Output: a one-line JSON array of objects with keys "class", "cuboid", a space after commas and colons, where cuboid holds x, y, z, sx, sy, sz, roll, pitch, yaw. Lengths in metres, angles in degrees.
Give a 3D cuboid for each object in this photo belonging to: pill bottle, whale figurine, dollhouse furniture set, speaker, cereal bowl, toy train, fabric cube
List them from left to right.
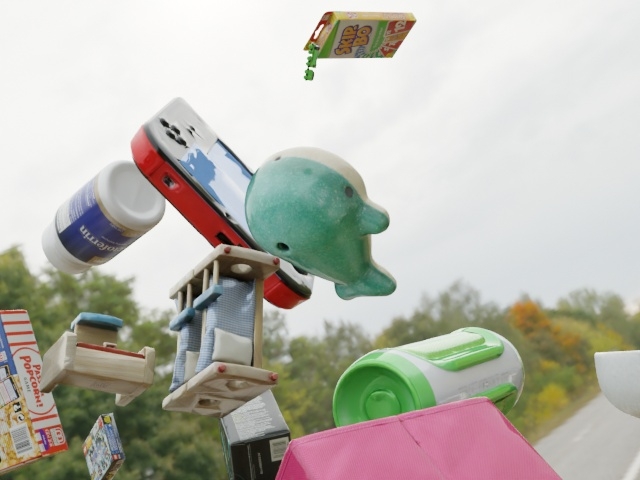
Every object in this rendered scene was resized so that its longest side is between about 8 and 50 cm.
[{"class": "pill bottle", "cuboid": [-0.444, -0.040, 2.000, 0.264, 0.153, 0.153, -32, -15, 38]}, {"class": "dollhouse furniture set", "cuboid": [-0.146, 0.076, 0.922, 0.183, 0.129, 0.129, 14, -30, -27]}, {"class": "toy train", "cuboid": [-0.019, -0.382, 2.126, 0.017, 0.023, 0.083, -44, -32, -68]}, {"class": "whale figurine", "cuboid": [0.000, 0.000, 1.400, 0.216, 0.272, 0.141, -8, 37, 36]}, {"class": "fabric cube", "cuboid": [0.106, 0.338, 0.927, 0.259, 0.258, 0.254, -6, -53, -34]}, {"class": "speaker", "cuboid": [0.135, 0.173, 1.152, 0.131, 0.131, 0.296, -34, -16, 28]}, {"class": "cereal bowl", "cuboid": [0.653, 0.256, 1.724, 0.338, 0.141, 0.339, -1, -7, 0]}]

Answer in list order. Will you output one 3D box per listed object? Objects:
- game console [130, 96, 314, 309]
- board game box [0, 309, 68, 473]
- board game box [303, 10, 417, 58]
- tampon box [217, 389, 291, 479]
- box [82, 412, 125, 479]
[{"class": "game console", "cuboid": [-0.146, -0.074, 1.689, 0.060, 0.386, 0.342, -39, 12, 18]}, {"class": "board game box", "cuboid": [-0.359, 0.170, 0.982, 0.193, 0.147, 0.045, -22, -10, 18]}, {"class": "board game box", "cuboid": [0.090, -0.467, 2.255, 0.259, 0.039, 0.124, -6, -33, -35]}, {"class": "tampon box", "cuboid": [-0.110, 0.343, 1.657, 0.101, 0.121, 0.161, -9, 19, -11]}, {"class": "box", "cuboid": [-0.408, 0.398, 1.860, 0.027, 0.094, 0.137, -3, -34, -33]}]
